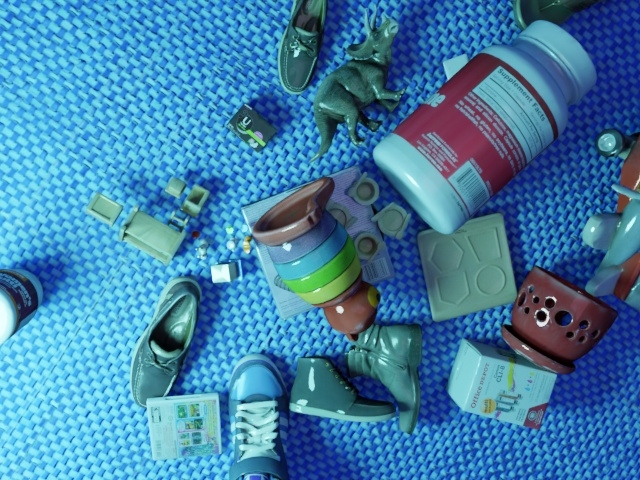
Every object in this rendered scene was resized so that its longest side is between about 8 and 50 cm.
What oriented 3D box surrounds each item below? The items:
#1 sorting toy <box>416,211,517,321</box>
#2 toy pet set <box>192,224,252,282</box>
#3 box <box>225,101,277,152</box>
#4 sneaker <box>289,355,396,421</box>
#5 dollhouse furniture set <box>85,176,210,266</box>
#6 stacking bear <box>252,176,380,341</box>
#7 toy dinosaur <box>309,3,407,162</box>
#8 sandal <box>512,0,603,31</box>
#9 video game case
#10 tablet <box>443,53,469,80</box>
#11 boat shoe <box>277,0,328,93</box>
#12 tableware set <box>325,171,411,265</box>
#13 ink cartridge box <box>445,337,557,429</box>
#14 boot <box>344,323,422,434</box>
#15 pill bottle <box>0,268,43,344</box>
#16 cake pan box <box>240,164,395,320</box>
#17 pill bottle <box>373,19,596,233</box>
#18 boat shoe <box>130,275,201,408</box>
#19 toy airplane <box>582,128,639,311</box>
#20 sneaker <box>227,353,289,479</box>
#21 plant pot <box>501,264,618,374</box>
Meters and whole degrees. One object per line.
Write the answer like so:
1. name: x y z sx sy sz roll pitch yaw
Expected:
1. sorting toy: 0.312 0.056 1.472 0.193 0.038 0.208 -14 103 -5
2. toy pet set: -0.183 0.026 1.387 0.122 0.065 0.114 -5 95 19
3. box: -0.136 -0.222 1.367 0.083 0.052 0.062 39 92 -9
4. sneaker: 0.049 0.303 1.418 0.222 0.083 0.118 6 85 5
5. dollhouse furniture set: -0.338 -0.067 1.360 0.182 0.101 0.161 31 68 -10
6. stacking bear: 0.014 0.056 1.308 0.164 0.175 0.289 -23 113 26
7. toy dinosaur: 0.063 -0.287 1.369 0.160 0.121 0.313 41 96 2
8. sandal: 0.525 -0.517 1.394 0.302 0.086 0.120 -25 100 -3
9. video game case: -0.277 0.383 1.419 0.143 0.019 0.157 -3 118 -9
10. tablet: 0.290 -0.338 1.429 0.054 0.006 0.083 -20 100 -4
11. boat shoe: -0.033 -0.400 1.345 0.080 0.073 0.224 12 96 -8
12. tableware set: 0.089 -0.041 1.371 0.168 0.020 0.141 41 89 -12
13. ink cartridge box: 0.377 0.301 1.463 0.176 0.127 0.128 15 96 -8
14. boot: 0.132 0.286 1.468 0.161 0.083 0.247 1 98 5
15. pill bottle: -0.590 0.118 1.268 0.121 0.221 0.121 -1 98 -7
16. cake pan box: 0.000 0.000 1.407 0.266 0.070 0.246 -22 102 -4
17. pill bottle: 0.319 -0.223 1.335 0.407 0.229 0.229 -42 100 -1
18. boat shoe: -0.312 0.212 1.381 0.102 0.092 0.285 22 95 -12
19. toy airplane: 0.686 -0.032 1.375 0.386 0.272 0.384 -49 124 -20
20. sneaker: -0.116 0.408 1.359 0.130 0.236 0.323 -1 98 -7
21. plant pot: 0.487 0.170 1.433 0.191 0.191 0.174 25 101 -10
